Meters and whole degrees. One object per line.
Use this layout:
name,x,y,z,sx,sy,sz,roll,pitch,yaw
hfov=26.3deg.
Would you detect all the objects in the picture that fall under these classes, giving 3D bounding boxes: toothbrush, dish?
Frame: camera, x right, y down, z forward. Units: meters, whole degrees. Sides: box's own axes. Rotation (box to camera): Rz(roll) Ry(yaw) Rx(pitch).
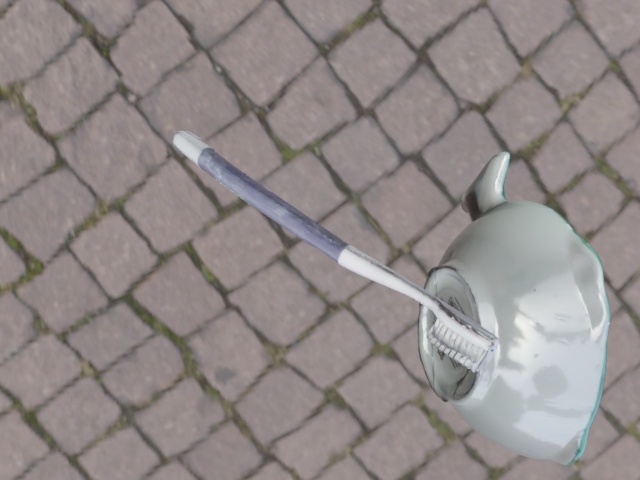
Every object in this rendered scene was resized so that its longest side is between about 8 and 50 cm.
toothbrush,0.000,0.000,0.879,0.026,0.288,0.024,-55,148,0
dish,0.125,0.055,1.036,0.078,0.246,0.224,-3,152,-22
